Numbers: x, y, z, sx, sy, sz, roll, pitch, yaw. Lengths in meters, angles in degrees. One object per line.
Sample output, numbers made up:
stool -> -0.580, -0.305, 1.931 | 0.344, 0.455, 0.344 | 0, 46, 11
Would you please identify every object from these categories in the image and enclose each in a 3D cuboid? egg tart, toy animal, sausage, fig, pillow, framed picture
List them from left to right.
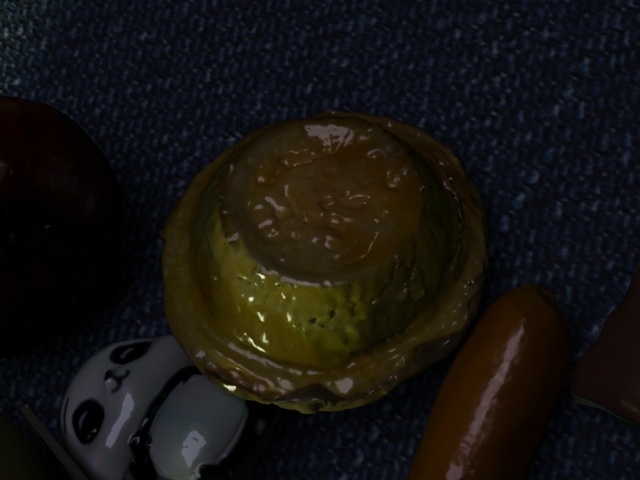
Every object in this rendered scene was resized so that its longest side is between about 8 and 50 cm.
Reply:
fig -> -0.290, -0.014, 1.485 | 0.263, 0.224, 0.224 | -6, 72, 36
framed picture -> -0.200, 0.203, 1.423 | 0.011, 0.149, 0.109 | -34, 63, -17
toy animal -> -0.132, 0.161, 1.411 | 0.179, 0.138, 0.166 | 27, 62, 20
egg tart -> 0.000, 0.000, 1.377 | 0.288, 0.118, 0.288 | -2, 59, 3
sausage -> 0.127, 0.146, 1.343 | 0.098, 0.098, 0.238 | 21, 89, 24
pillow -> 0.296, 0.087, 1.312 | 0.179, 0.075, 0.171 | 31, 94, 30

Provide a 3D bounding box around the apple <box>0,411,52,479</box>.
apple -> -0.370, 0.253, 1.397 | 0.319, 0.277, 0.319 | -5, 75, 18
